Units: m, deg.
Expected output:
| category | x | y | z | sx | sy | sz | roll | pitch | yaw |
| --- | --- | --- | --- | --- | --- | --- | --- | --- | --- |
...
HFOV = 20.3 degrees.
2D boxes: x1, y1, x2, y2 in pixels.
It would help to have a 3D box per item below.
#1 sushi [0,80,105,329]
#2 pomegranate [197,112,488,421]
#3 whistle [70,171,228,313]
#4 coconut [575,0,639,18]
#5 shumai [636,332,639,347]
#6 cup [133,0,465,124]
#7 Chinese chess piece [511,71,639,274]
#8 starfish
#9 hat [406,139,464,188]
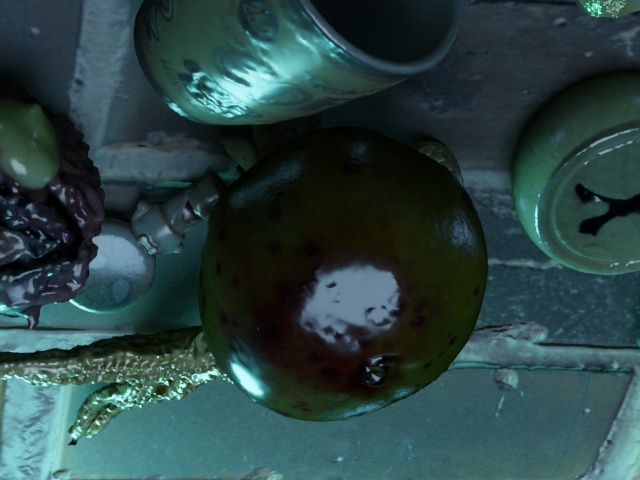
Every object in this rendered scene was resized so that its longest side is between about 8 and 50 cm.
| category | x | y | z | sx | sy | sz | roll | pitch | yaw |
| --- | --- | --- | --- | --- | --- | --- | --- | --- | --- |
| sushi | -0.336 | -0.048 | 1.683 | 0.236 | 0.171 | 0.270 | -37 | 128 | 21 |
| pomegranate | 0.014 | 0.019 | 1.709 | 0.291 | 0.323 | 0.291 | -4 | 117 | -8 |
| whistle | -0.190 | 0.000 | 1.841 | 0.220 | 0.057 | 0.107 | -33 | 116 | 12 |
| coconut | 0.276 | -0.251 | 1.700 | 0.083 | 0.081 | 0.082 | -49 | 165 | 33 |
| shumai | 0.493 | 0.152 | 2.021 | 0.256 | 0.218 | 0.189 | 12 | 119 | -22 |
| cup | -0.012 | -0.222 | 1.597 | 0.301 | 0.227 | 0.257 | -18 | 178 | -45 |
| Chinese chess piece | 0.316 | -0.068 | 1.862 | 0.237 | 0.092 | 0.238 | -7 | 132 | -7 |
| starfish | -0.154 | 0.143 | 1.901 | 0.432 | 0.082 | 0.324 | -4 | 164 | -8 |
| hat | 0.079 | -0.038 | 1.864 | 0.146 | 0.067 | 0.146 | -15 | 112 | -42 |
